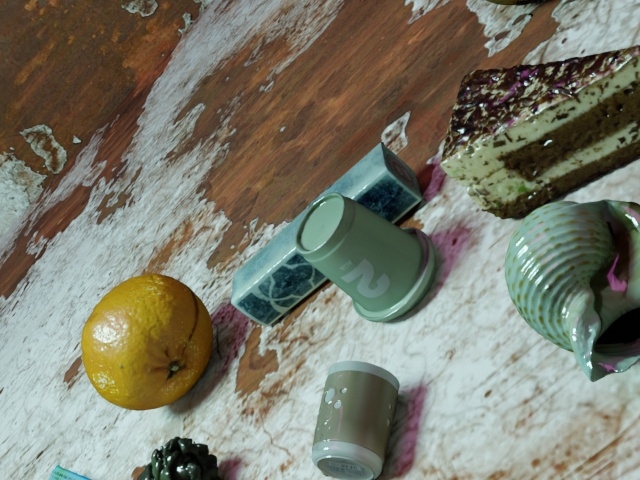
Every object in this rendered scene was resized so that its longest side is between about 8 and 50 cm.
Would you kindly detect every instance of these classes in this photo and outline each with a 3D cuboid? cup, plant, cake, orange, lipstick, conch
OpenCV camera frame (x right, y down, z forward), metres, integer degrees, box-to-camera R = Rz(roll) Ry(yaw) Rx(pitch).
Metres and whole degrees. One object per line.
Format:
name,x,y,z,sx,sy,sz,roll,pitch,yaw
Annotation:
cup,0.023,0.183,0.828,0.102,0.074,0.099,-26,37,42
cup,0.048,0.012,0.926,0.120,0.141,0.120,-35,33,27
plant,-0.176,0.297,0.988,0.143,0.092,0.094,-49,19,23
cake,0.232,-0.096,0.808,0.246,0.112,0.135,4,63,55
orange,-0.238,0.144,1.173,0.161,0.193,0.193,17,70,35
lipstick,0.000,0.000,1.084,0.290,0.077,0.076,-40,30,25
conch,0.223,0.033,0.672,0.135,0.102,0.153,-29,67,19

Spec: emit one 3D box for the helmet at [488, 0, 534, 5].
helmet,0.266,-0.384,1.083,0.198,0.130,0.224,-38,19,21

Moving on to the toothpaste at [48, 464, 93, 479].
toothpaste,-0.323,0.368,1.170,0.267,0.050,0.065,-8,51,54
